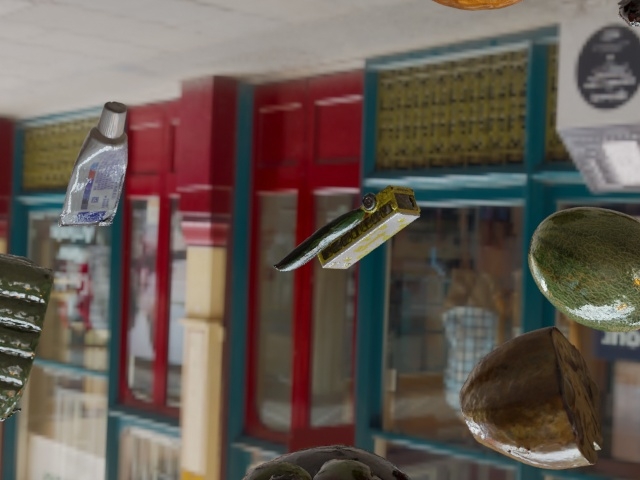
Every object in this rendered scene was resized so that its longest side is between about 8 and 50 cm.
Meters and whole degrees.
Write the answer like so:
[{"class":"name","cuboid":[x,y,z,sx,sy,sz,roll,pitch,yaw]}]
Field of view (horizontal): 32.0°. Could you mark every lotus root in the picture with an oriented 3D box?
[{"class":"lotus root","cuboid":[0.292,0.242,1.573,0.180,0.199,0.188,-20,142,20]}]

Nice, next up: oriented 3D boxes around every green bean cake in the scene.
[{"class":"green bean cake","cuboid":[-0.440,0.121,1.446,0.125,0.222,0.227,14,174,-22]}]

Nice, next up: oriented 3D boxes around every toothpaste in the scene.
[{"class":"toothpaste","cuboid":[-0.413,-0.137,2.102,0.099,0.282,0.068,17,-145,-10]}]

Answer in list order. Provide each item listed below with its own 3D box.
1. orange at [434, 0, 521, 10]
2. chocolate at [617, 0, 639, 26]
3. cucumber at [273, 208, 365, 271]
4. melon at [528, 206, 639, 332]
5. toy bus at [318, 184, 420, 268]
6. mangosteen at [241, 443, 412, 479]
[{"class":"orange","cuboid":[0.207,-0.530,1.531,0.326,0.424,0.424,-31,-176,-6]},{"class":"chocolate","cuboid":[0.533,-0.323,1.669,0.177,0.206,0.224,-9,-165,-8]},{"class":"cucumber","cuboid":[0.000,0.000,1.815,0.184,0.033,0.036,-37,-179,22]},{"class":"melon","cuboid":[0.334,0.035,1.297,0.192,0.139,0.139,25,179,-2]},{"class":"toy bus","cuboid":[0.083,-0.026,2.120,0.081,0.074,0.226,7,146,-46]},{"class":"mangosteen","cuboid":[0.007,0.393,1.346,0.306,0.306,0.359,3,157,5]}]
